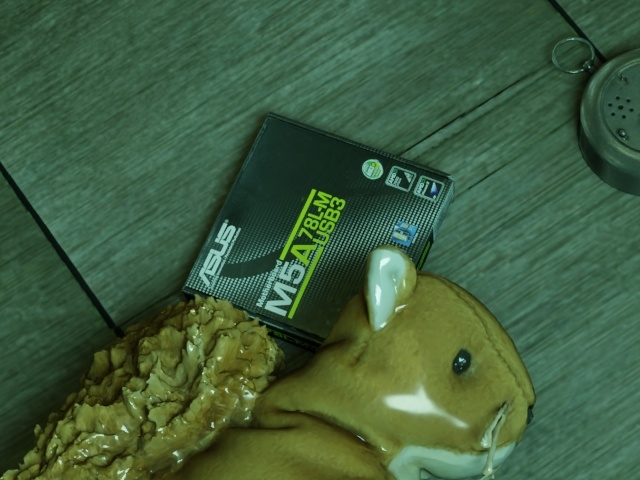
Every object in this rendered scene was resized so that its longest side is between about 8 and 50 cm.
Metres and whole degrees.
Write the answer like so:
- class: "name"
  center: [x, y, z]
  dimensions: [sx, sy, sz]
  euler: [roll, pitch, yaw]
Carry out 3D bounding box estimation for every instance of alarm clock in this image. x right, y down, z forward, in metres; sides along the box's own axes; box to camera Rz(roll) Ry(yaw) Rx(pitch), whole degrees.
- class: "alarm clock"
  center: [0.281, -0.120, 1.465]
  dimensions: [0.129, 0.064, 0.192]
  euler: [-43, 66, -11]

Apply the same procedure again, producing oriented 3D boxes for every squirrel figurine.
- class: "squirrel figurine"
  center: [-0.039, 0.166, 1.257]
  dimensions: [0.397, 0.281, 0.370]
  euler: [26, 80, 23]

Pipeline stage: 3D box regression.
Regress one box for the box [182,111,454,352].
- class: "box"
  center: [0.000, 0.000, 1.455]
  dimensions: [0.184, 0.045, 0.190]
  euler: [22, 72, 12]
